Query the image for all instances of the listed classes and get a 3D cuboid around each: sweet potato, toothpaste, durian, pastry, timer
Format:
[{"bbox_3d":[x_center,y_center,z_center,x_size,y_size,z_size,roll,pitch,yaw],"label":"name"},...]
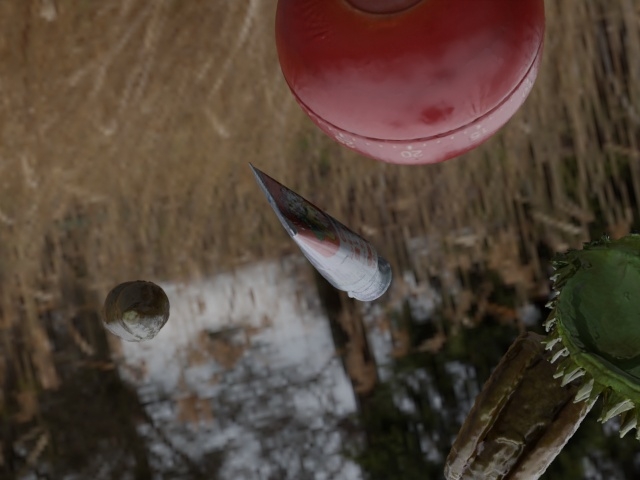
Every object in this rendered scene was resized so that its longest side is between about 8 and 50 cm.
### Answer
[{"bbox_3d":[-0.185,0.069,1.444,0.067,0.067,0.274,-12,-177,-9],"label":"sweet potato"},{"bbox_3d":[0.000,0.000,1.392,0.057,0.089,0.234,-39,148,9],"label":"toothpaste"},{"bbox_3d":[0.328,0.097,1.302,0.163,0.198,0.394,28,-170,-37],"label":"durian"},{"bbox_3d":[0.244,0.234,1.834,0.240,0.132,0.235,-38,163,-47],"label":"pastry"},{"bbox_3d":[0.123,-0.299,2.013,0.378,0.378,0.279,-12,155,8],"label":"timer"}]
